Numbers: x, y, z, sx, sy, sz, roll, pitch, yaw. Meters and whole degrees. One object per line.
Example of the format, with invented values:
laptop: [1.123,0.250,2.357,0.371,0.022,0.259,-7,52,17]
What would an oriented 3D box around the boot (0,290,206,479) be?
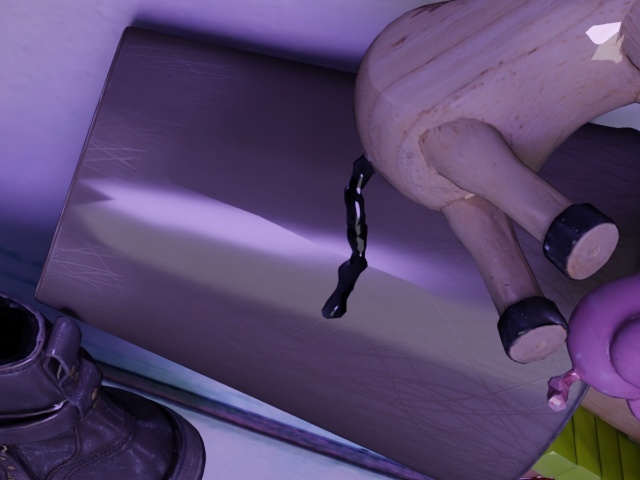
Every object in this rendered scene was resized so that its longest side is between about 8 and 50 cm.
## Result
boot: [-0.198,0.072,0.656,0.263,0.091,0.229,-1,154,20]

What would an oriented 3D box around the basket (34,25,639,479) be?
basket: [0.000,0.000,0.583,0.227,0.154,0.204,19,128,-11]

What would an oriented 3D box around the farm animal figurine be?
farm animal figurine: [0.188,-0.091,0.444,0.330,0.172,0.327,10,127,-39]

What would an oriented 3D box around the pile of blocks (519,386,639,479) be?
pile of blocks: [0.217,0.100,0.701,0.362,0.112,0.149,-15,135,19]
